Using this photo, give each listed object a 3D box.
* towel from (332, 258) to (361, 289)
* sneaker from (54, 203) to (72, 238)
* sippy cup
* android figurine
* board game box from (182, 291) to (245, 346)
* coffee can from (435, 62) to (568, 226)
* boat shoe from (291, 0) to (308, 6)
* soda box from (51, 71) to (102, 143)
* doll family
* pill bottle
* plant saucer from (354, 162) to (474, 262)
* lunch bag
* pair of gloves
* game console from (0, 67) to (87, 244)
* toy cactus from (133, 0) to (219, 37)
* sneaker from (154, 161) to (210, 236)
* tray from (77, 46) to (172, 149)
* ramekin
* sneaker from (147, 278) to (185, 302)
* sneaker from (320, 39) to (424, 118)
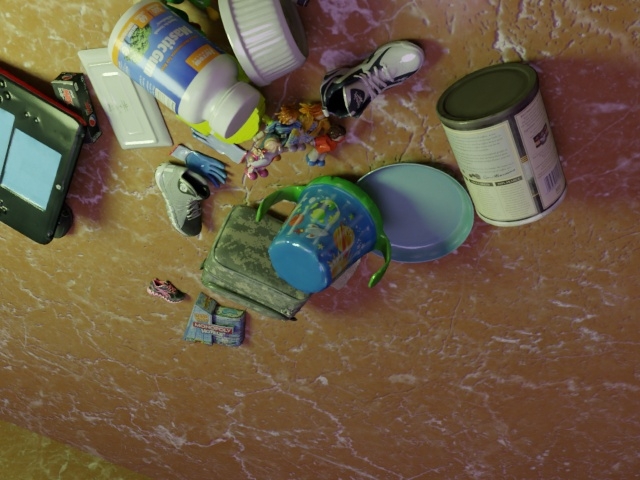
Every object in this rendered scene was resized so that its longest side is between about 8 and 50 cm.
[{"bbox_3d":[0.043,0.076,1.732,0.110,0.027,0.148,23,133,-9],"label":"towel"},{"bbox_3d":[-0.758,-0.095,1.704,0.101,0.106,0.267,10,135,2],"label":"sneaker"},{"bbox_3d":[0.000,0.000,1.492,0.306,0.224,0.240,3,129,38],"label":"sippy cup"},{"bbox_3d":[-0.231,-0.312,1.364,0.273,0.056,0.248,30,144,-15],"label":"android figurine"},{"bbox_3d":[-0.338,0.254,1.958,0.194,0.060,0.194,11,134,3],"label":"board game box"},{"bbox_3d":[0.379,-0.194,1.288,0.202,0.201,0.275,-14,127,24],"label":"coffee can"},{"bbox_3d":[0.048,-0.530,1.127,0.092,0.102,0.285,34,126,-15],"label":"boat shoe"},{"bbox_3d":[-0.585,-0.316,1.496,0.060,0.053,0.168,4,132,9],"label":"soda box"},{"bbox_3d":[-0.064,-0.238,1.373,0.118,0.263,0.163,63,146,14],"label":"doll family"},{"bbox_3d":[-0.255,-0.322,1.193,0.272,0.152,0.152,38,131,1],"label":"pill bottle"},{"bbox_3d":[0.219,-0.072,1.546,0.318,0.043,0.317,7,134,7],"label":"plant saucer"},{"bbox_3d":[-0.162,0.085,1.675,0.305,0.212,0.256,25,149,-9],"label":"lunch bag"},{"bbox_3d":[-0.276,-0.217,1.539,0.159,0.023,0.198,34,131,-18],"label":"pair of gloves"},{"bbox_3d":[-0.768,-0.214,1.529,0.342,0.060,0.386,33,119,4],"label":"game console"},{"bbox_3d":[-0.303,-0.501,1.247,0.181,0.112,0.219,6,144,35],"label":"toy cactus"},{"bbox_3d":[-0.331,-0.095,1.599,0.132,0.086,0.228,7,135,30],"label":"sneaker"},{"bbox_3d":[-0.464,-0.327,1.476,0.145,0.030,0.270,-1,131,15],"label":"tray"},{"bbox_3d":[-0.102,-0.414,1.203,0.109,0.207,0.207,-16,127,13],"label":"ramekin"},{"bbox_3d":[-0.471,0.151,1.910,0.120,0.047,0.057,20,122,-7],"label":"sneaker"},{"bbox_3d":[0.099,-0.316,1.273,0.235,0.153,0.094,-11,130,22],"label":"sneaker"}]
